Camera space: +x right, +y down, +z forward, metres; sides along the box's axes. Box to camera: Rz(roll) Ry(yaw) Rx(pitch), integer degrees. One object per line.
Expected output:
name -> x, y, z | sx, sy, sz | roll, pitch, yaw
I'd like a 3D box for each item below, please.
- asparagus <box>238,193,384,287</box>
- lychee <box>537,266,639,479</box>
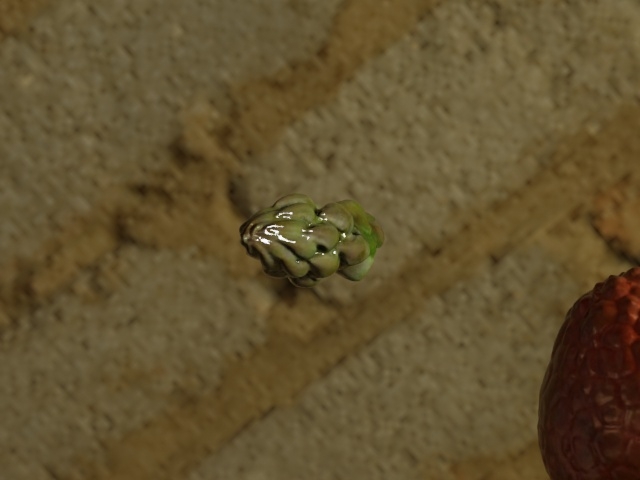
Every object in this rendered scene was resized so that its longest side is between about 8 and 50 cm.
asparagus -> 0.000, 0.000, 1.487 | 0.080, 0.080, 0.287 | -37, 165, 16
lychee -> 0.338, 0.178, 1.820 | 0.255, 0.300, 0.255 | -33, 178, -1
